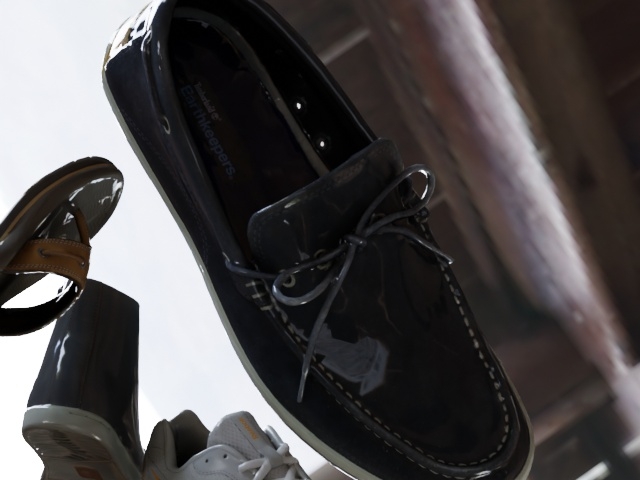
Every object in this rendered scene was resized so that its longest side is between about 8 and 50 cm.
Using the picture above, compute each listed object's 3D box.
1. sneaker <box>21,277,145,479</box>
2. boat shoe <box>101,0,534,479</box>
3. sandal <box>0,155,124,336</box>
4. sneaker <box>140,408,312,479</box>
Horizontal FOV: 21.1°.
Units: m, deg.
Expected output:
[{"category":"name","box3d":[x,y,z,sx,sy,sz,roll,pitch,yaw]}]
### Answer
[{"category":"sneaker","box3d":[-0.153,0.116,1.228,0.222,0.083,0.118,94,-174,-66]},{"category":"boat shoe","box3d":[0.000,0.000,1.355,0.500,0.187,0.156,56,155,8]},{"category":"sandal","box3d":[-0.174,0.022,1.015,0.060,0.090,0.219,34,-149,7]},{"category":"sneaker","box3d":[-0.035,0.177,1.117,0.262,0.099,0.121,8,100,42]}]
